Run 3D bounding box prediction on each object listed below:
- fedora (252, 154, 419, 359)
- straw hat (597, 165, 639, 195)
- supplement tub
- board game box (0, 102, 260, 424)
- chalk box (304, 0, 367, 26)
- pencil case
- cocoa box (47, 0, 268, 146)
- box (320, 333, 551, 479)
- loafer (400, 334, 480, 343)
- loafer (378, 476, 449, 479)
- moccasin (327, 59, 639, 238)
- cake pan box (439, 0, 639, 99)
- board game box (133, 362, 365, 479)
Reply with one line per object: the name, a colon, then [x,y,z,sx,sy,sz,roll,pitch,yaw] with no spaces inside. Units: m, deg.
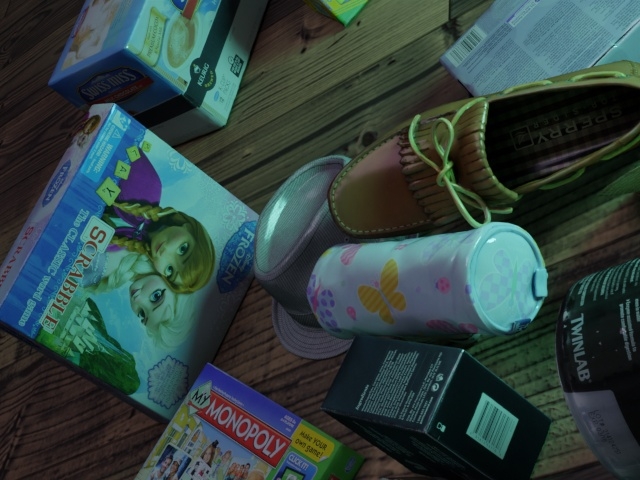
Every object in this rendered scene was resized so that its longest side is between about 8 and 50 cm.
fedora: [0.000,0.000,1.514,0.243,0.124,0.275,19,74,55]
straw hat: [0.353,-0.053,1.196,0.144,0.144,0.061,-31,80,28]
supplement tub: [0.366,0.075,0.957,0.316,0.193,0.194,-23,44,35]
board game box: [-0.245,0.037,1.595,0.066,0.318,0.319,3,63,50]
chalk box: [0.040,-0.470,1.887,0.213,0.132,0.132,-51,35,2]
pencil case: [0.109,0.047,1.277,0.273,0.124,0.114,-8,93,49]
cocoa box: [-0.268,-0.365,2.066,0.231,0.228,0.347,-14,49,43]
box: [0.115,0.173,1.193,0.158,0.156,0.093,2,60,50]
loafer: [0.127,0.092,1.356,0.125,0.039,0.045,-3,59,48]
loafer: [0.074,0.333,1.138,0.094,0.087,0.251,-54,20,43]
moccasin: [0.183,-0.089,1.295,0.380,0.139,0.147,-13,3,17]
cake pan box: [0.287,-0.241,1.450,0.267,0.070,0.246,-45,33,10]
board game box: [-0.104,0.290,1.442,0.317,0.046,0.213,20,76,55]
